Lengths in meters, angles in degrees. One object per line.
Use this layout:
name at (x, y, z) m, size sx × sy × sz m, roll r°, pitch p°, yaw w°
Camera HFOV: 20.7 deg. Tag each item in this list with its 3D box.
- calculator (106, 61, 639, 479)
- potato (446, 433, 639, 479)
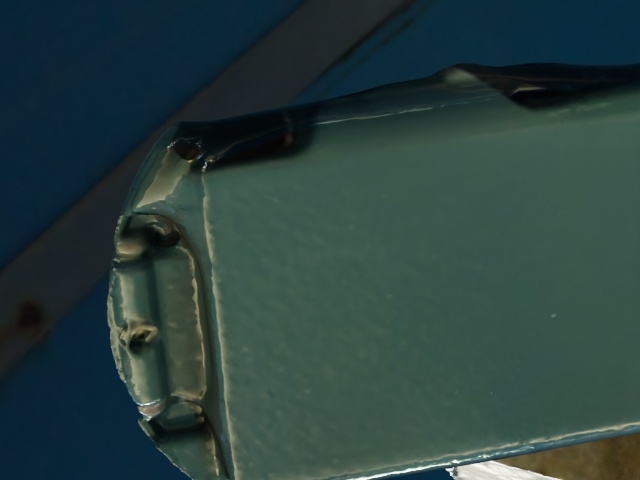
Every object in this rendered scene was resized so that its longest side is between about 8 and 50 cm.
calculator at (0.058, 0.013, 0.720) m, size 0.293 × 0.051 × 0.173 m, roll -9°, pitch -68°, yaw -10°
potato at (0.235, 0.115, 1.589) m, size 0.211 × 0.189 × 0.264 m, roll 9°, pitch -100°, yaw 12°
